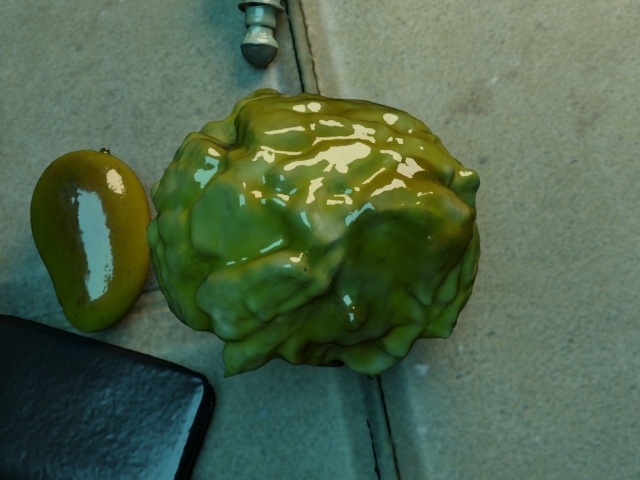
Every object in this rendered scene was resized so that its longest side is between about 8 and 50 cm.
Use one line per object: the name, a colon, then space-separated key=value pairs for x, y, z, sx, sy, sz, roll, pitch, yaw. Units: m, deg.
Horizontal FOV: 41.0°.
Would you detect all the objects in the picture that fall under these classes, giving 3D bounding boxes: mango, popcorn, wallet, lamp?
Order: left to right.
wallet: x=-0.209 y=0.153 z=0.717 sx=0.250 sy=0.044 sz=0.149 roll=12 pitch=73 yaw=13
mango: x=-0.197 y=0.000 z=0.744 sx=0.103 sy=0.076 sz=0.161 roll=-10 pitch=76 yaw=0
lamp: x=-0.052 y=-0.244 z=0.798 sx=0.091 sy=0.091 sz=0.163 roll=3 pitch=91 yaw=9
popcorn: x=-0.005 y=0.004 z=0.637 sx=0.249 sy=0.249 sz=0.225 roll=25 pitch=114 yaw=14
